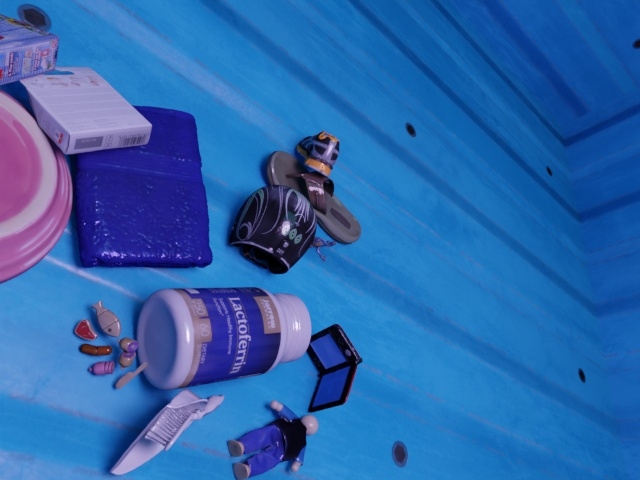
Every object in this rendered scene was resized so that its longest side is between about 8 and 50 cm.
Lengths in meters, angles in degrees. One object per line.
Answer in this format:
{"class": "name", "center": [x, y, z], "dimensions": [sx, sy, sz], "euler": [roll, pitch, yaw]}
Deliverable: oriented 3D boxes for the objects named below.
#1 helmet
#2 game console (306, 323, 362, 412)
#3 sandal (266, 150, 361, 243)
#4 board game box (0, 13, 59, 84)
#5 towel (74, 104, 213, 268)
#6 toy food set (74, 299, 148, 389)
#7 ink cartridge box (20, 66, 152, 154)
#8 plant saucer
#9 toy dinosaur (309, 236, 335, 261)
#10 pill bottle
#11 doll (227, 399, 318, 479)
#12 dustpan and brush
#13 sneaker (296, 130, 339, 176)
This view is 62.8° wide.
{"class": "helmet", "center": [-0.087, -0.031, 1.040], "dimensions": [0.169, 0.169, 0.161], "euler": [36, 65, -27]}
{"class": "game console", "center": [0.005, 0.243, 0.994], "dimensions": [0.085, 0.144, 0.124], "euler": [-30, 85, -38]}
{"class": "sandal", "center": [0.001, -0.109, 1.211], "dimensions": [0.303, 0.086, 0.120], "euler": [37, 48, -27]}
{"class": "board game box", "center": [-0.496, -0.268, 0.713], "dimensions": [0.194, 0.060, 0.194], "euler": [18, 30, -12]}
{"class": "towel", "center": [-0.310, -0.096, 0.907], "dimensions": [0.227, 0.076, 0.308], "euler": [4, 67, -39]}
{"class": "toy food set", "center": [-0.318, 0.158, 0.776], "dimensions": [0.078, 0.019, 0.122], "euler": [-41, 91, -9]}
{"class": "ink cartridge box", "center": [-0.378, -0.208, 0.819], "dimensions": [0.179, 0.045, 0.145], "euler": [40, 34, 19]}
{"class": "plant saucer", "center": [-0.499, -0.098, 0.703], "dimensions": [0.332, 0.084, 0.332], "euler": [23, 55, -37]}
{"class": "toy dinosaur", "center": [0.000, 0.000, 1.192], "dimensions": [0.090, 0.047, 0.082], "euler": [55, 22, 7]}
{"class": "pill bottle", "center": [-0.151, 0.154, 0.873], "dimensions": [0.264, 0.153, 0.153], "euler": [3, 68, -45]}
{"class": "doll", "center": [-0.072, 0.350, 0.931], "dimensions": [0.189, 0.046, 0.129], "euler": [-5, 74, -46]}
{"class": "dustpan and brush", "center": [-0.207, 0.271, 0.803], "dimensions": [0.060, 0.147, 0.211], "euler": [41, 15, 2]}
{"class": "sneaker", "center": [0.003, -0.213, 1.214], "dimensions": [0.084, 0.083, 0.215], "euler": [23, 16, -20]}
